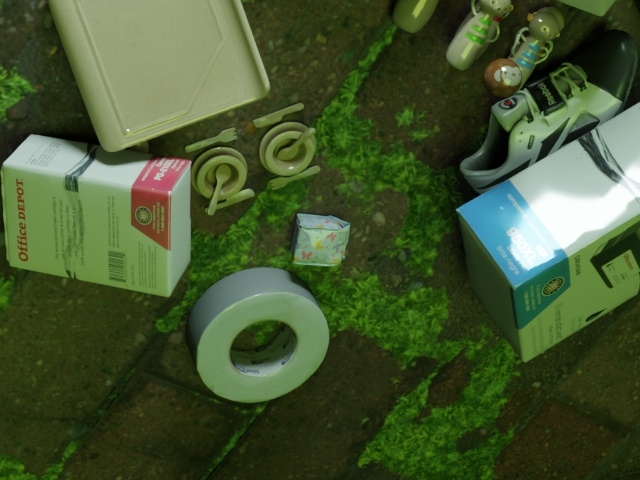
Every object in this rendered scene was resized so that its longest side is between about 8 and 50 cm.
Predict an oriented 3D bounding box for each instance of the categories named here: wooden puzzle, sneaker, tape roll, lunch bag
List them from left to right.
[{"bbox_3d":[-0.212,-0.256,1.730,0.239,0.044,0.221,-20,97,-4],"label":"wooden puzzle"},{"bbox_3d":[-0.099,0.151,2.080,0.219,0.072,0.219,-11,126,-15],"label":"tape roll"},{"bbox_3d":[0.000,0.000,2.027,0.083,0.053,0.071,4,119,-12],"label":"lunch bag"},{"bbox_3d":[0.341,-0.192,1.982,0.146,0.122,0.330,24,111,-34],"label":"sneaker"}]

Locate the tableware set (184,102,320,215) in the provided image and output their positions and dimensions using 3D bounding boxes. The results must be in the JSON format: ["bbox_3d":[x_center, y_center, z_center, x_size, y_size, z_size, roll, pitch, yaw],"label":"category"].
[{"bbox_3d":[-0.095,-0.110,1.922,0.194,0.039,0.128,-21,128,-7],"label":"tableware set"}]

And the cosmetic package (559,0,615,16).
[{"bbox_3d":[0.356,-0.460,1.716,0.153,0.129,0.296,-53,155,-25],"label":"cosmetic package"}]

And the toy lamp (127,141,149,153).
[{"bbox_3d":[-0.253,-0.094,1.849,0.080,0.080,0.274,-8,125,-16],"label":"toy lamp"}]

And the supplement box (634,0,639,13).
[{"bbox_3d":[0.564,-0.328,2.002,0.104,0.081,0.188,-35,128,5],"label":"supplement box"}]

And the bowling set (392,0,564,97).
[{"bbox_3d":[0.265,-0.295,1.843,0.287,0.200,0.154,18,114,-34],"label":"bowling set"}]

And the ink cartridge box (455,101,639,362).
[{"bbox_3d":[0.425,-0.024,1.996,0.395,0.166,0.285,-31,150,-5],"label":"ink cartridge box"}]

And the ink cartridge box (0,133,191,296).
[{"bbox_3d":[-0.304,-0.035,1.792,0.237,0.100,0.172,10,123,9],"label":"ink cartridge box"}]
